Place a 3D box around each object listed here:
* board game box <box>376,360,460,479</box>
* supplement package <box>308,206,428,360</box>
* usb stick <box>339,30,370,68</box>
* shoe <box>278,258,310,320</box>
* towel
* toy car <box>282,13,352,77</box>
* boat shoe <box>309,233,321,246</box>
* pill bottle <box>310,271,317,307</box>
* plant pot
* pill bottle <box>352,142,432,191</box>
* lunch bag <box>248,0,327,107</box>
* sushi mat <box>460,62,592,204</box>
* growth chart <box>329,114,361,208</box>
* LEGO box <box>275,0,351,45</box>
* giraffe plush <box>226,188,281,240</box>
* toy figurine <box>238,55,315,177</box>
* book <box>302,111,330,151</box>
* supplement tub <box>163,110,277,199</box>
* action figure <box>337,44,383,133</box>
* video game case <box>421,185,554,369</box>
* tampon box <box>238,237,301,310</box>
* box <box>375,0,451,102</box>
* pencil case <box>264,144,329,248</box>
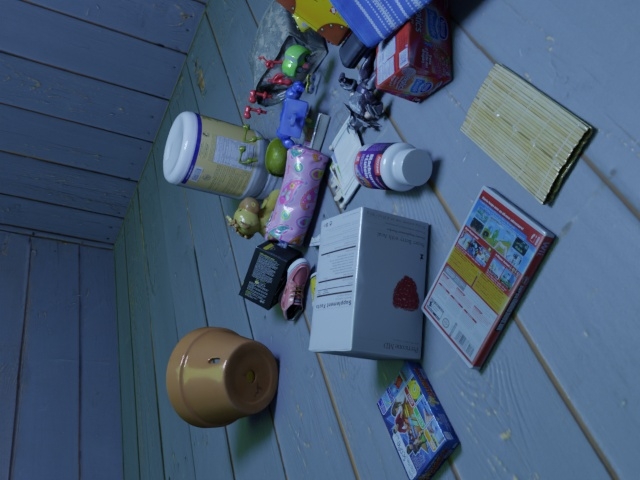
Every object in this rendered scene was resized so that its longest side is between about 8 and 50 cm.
[{"bbox_3d":[0.186,0.357,1.356,0.136,0.035,0.201,-61,32,28],"label":"board game box"},{"bbox_3d":[0.104,0.100,1.462,0.175,0.178,0.292,-17,65,59],"label":"supplement package"},{"bbox_3d":[0.126,-0.500,1.543,0.278,0.045,0.077,-48,39,43],"label":"usb stick"},{"bbox_3d":[-0.064,0.138,1.892,0.178,0.064,0.081,-65,31,33],"label":"shoe"},{"bbox_3d":[0.143,-0.577,1.406,0.336,0.243,0.040,-30,14,40],"label":"towel"},{"bbox_3d":[-0.036,-0.564,1.947,0.239,0.053,0.225,32,85,27],"label":"toy car"},{"bbox_3d":[0.000,0.000,1.855,0.100,0.035,0.035,175,103,-68],"label":"boat shoe"},{"bbox_3d":[0.009,0.141,1.745,0.065,0.065,0.116,-41,45,49],"label":"pill bottle"},{"bbox_3d":[-0.258,0.384,1.948,0.203,0.291,0.290,-12,68,43],"label":"plant pot"},{"bbox_3d":[0.161,-0.165,1.538,0.193,0.108,0.108,14,91,63],"label":"pill bottle"},{"bbox_3d":[-0.126,-0.589,2.190,0.287,0.169,0.235,-47,41,37],"label":"lunch bag"},{"bbox_3d":[0.366,-0.206,1.269,0.151,0.019,0.316,-65,30,25],"label":"sushi mat"},{"bbox_3d":[0.070,-0.214,1.825,0.172,0.021,0.237,-51,37,41],"label":"growth chart"},{"bbox_3d":[0.144,-0.747,1.565,0.500,0.193,0.372,-48,10,43],"label":"LEGO box"},{"bbox_3d":[-0.190,-0.065,2.087,0.181,0.171,0.210,-32,52,54],"label":"giraffe plush"},{"bbox_3d":[-0.119,-0.345,2.008,0.217,0.191,0.362,-119,44,-68],"label":"toy figurine"},{"bbox_3d":[-0.021,-0.303,2.025,0.096,0.035,0.144,-144,69,-66],"label":"book"},{"bbox_3d":[-0.318,-0.265,2.238,0.241,0.331,0.241,-32,52,53],"label":"supplement tub"},{"bbox_3d":[0.117,-0.399,1.730,0.185,0.099,0.285,43,123,40],"label":"action figure"},{"bbox_3d":[0.298,0.065,1.278,0.285,0.025,0.204,-67,29,20],"label":"video game case"},{"bbox_3d":[-0.143,0.093,1.958,0.161,0.101,0.120,-68,-12,18],"label":"tampon box"},{"bbox_3d":[0.209,-0.461,1.555,0.128,0.123,0.256,-27,55,55],"label":"box"},{"bbox_3d":[-0.068,-0.123,1.940,0.124,0.124,0.284,32,106,61],"label":"pencil case"}]
